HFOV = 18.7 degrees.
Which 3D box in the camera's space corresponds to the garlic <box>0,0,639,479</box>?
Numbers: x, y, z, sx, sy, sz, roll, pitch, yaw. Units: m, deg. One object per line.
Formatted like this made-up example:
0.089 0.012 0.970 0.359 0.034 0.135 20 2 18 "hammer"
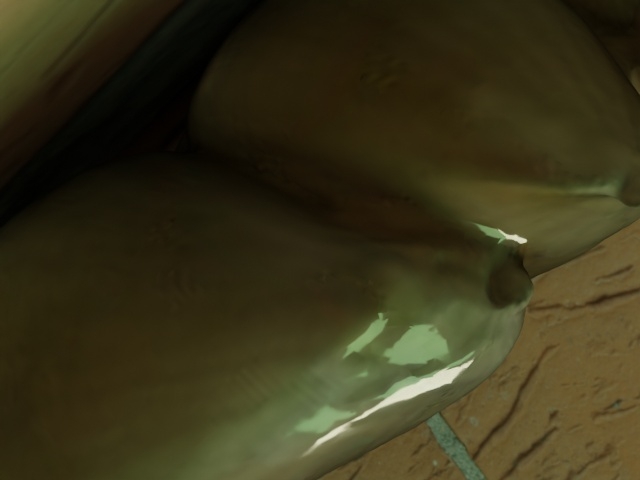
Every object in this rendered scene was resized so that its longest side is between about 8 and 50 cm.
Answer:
0.001 0.001 0.632 0.279 0.132 0.325 -40 175 -6 "garlic"
